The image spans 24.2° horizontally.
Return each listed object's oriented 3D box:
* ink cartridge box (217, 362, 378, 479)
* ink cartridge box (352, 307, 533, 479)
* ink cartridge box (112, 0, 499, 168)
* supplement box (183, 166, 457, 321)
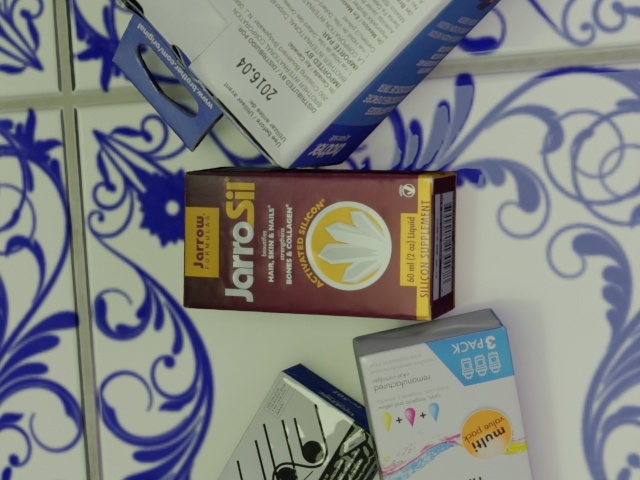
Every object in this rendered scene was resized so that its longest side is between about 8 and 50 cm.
[{"bbox_3d":[-0.034,0.207,1.130,0.097,0.046,0.207,33,103,14],"label":"ink cartridge box"},{"bbox_3d":[0.091,0.150,1.050,0.104,0.061,0.181,-12,101,-2],"label":"ink cartridge box"},{"bbox_3d":[-0.003,-0.234,1.035,0.395,0.151,0.270,-44,80,14],"label":"ink cartridge box"},{"bbox_3d":[0.000,0.000,1.086,0.188,0.081,0.104,2,95,18],"label":"supplement box"}]
